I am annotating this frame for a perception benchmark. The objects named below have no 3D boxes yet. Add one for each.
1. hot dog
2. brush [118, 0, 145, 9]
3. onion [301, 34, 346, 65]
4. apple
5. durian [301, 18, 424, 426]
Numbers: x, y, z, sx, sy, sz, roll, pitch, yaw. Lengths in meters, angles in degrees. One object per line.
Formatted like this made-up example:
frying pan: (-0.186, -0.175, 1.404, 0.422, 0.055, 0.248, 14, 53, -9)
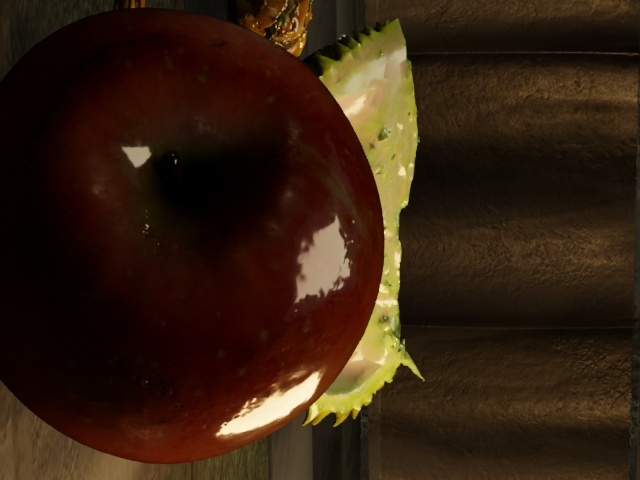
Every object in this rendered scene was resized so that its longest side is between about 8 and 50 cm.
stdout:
hot dog: (-0.038, -0.274, 1.642, 0.115, 0.072, 0.269, 68, 22, -57)
brush: (-0.105, -0.232, 1.148, 0.090, 0.017, 0.314, 83, 10, -58)
onion: (0.008, -0.124, 1.889, 0.184, 0.147, 0.184, -20, -116, 48)
apple: (-0.064, -0.001, 0.744, 0.168, 0.181, 0.181, 146, -52, -68)
durian: (0.000, 0.000, 1.487, 0.158, 0.169, 0.351, -82, 172, -61)
